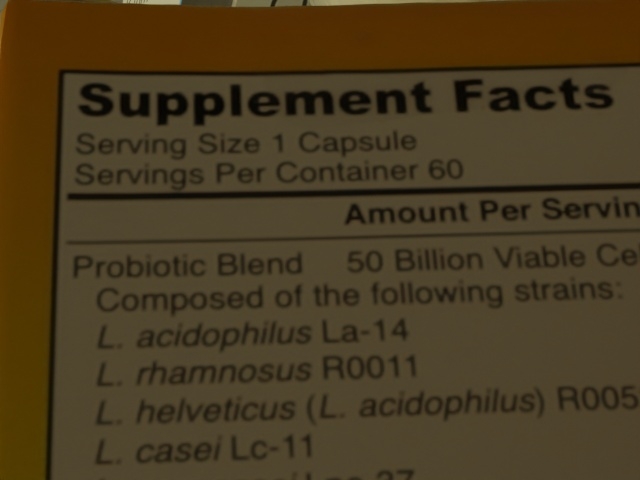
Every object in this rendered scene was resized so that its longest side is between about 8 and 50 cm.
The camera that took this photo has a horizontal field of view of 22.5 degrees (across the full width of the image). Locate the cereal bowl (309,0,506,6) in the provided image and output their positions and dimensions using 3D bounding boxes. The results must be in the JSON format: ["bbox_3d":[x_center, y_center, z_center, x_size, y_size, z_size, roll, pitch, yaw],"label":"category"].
[{"bbox_3d":[0.038,-0.194,0.510,0.339,0.141,0.338,180,90,-86],"label":"cereal bowl"}]

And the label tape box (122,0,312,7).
[{"bbox_3d":[-0.027,-0.149,0.869,0.249,0.115,0.347,-168,89,-70],"label":"label tape box"}]

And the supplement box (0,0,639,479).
[{"bbox_3d":[0.025,0.139,0.376,0.195,0.194,0.356,97,172,-62],"label":"supplement box"}]
